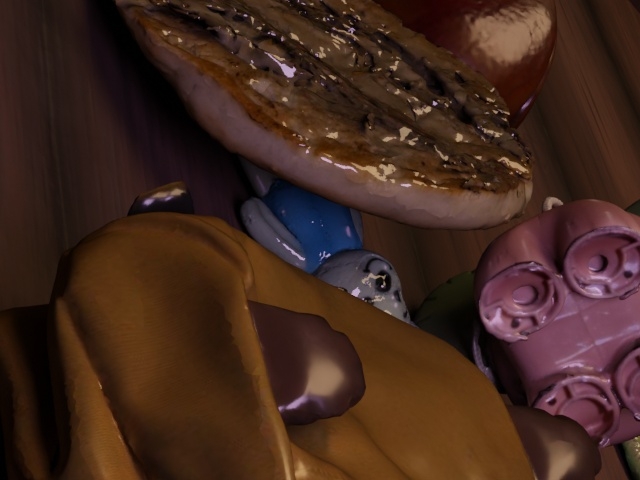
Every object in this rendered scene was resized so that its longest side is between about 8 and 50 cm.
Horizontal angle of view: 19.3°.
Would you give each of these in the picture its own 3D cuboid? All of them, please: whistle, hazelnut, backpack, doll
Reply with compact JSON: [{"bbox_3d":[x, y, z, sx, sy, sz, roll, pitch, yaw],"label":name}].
[{"bbox_3d":[0.000,0.000,1.368,0.114,0.077,0.235,-8,62,-43],"label":"whistle"},{"bbox_3d":[0.127,-0.174,1.748,0.208,0.208,0.208,48,21,-25],"label":"hazelnut"},{"bbox_3d":[-0.002,0.161,0.925,0.353,0.201,0.378,25,34,-50],"label":"backpack"},{"bbox_3d":[0.199,0.039,1.447,0.268,0.284,0.216,-98,164,-66],"label":"doll"}]

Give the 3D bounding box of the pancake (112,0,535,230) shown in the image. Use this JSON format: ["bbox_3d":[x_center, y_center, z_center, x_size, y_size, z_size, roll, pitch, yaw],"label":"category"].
[{"bbox_3d":[0.001,-0.126,1.411,0.382,0.071,0.382,27,20,-11],"label":"pancake"}]

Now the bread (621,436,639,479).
[{"bbox_3d":[0.370,0.248,1.940,0.228,0.033,0.228,48,19,-23],"label":"bread"}]
